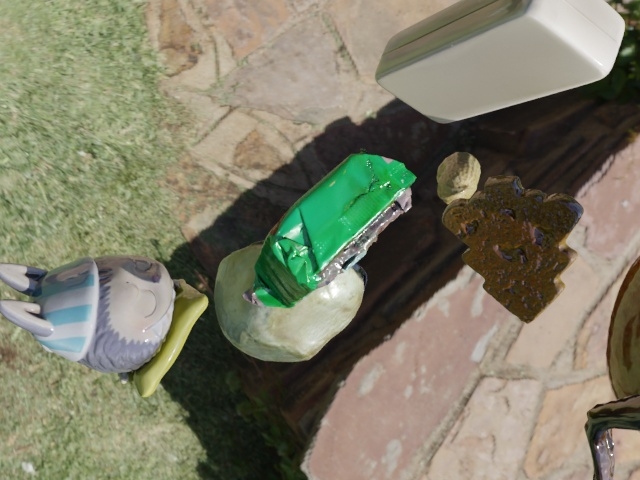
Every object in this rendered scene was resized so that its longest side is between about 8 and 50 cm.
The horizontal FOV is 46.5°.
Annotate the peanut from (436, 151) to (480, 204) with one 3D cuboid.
[{"bbox_3d":[0.295,-0.136,1.608,0.194,0.093,0.083,-51,151,-58],"label":"peanut"}]

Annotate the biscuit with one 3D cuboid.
[{"bbox_3d":[0.366,0.019,1.411,0.043,0.278,0.302,-37,121,-45],"label":"biscuit"}]

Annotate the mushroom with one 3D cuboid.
[{"bbox_3d":[-0.065,0.108,1.234,0.190,0.266,0.164,55,41,-58],"label":"mushroom"}]

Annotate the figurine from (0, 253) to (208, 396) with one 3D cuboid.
[{"bbox_3d":[-0.474,0.116,1.503,0.377,0.361,0.266,36,64,-27],"label":"figurine"}]

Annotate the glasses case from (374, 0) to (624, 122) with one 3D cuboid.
[{"bbox_3d":[0.211,-0.238,0.954,0.144,0.336,0.076,29,76,-24],"label":"glasses case"}]

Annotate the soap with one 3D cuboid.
[{"bbox_3d":[0.002,0.002,0.957,0.218,0.273,0.098,-44,88,-14],"label":"soap"}]

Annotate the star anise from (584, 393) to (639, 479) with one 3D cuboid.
[{"bbox_3d":[0.249,0.260,0.596,0.148,0.237,0.347,-56,146,-54],"label":"star anise"}]

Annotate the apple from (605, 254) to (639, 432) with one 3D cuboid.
[{"bbox_3d":[0.603,0.140,1.004,0.333,0.400,0.401,10,97,-44],"label":"apple"}]
